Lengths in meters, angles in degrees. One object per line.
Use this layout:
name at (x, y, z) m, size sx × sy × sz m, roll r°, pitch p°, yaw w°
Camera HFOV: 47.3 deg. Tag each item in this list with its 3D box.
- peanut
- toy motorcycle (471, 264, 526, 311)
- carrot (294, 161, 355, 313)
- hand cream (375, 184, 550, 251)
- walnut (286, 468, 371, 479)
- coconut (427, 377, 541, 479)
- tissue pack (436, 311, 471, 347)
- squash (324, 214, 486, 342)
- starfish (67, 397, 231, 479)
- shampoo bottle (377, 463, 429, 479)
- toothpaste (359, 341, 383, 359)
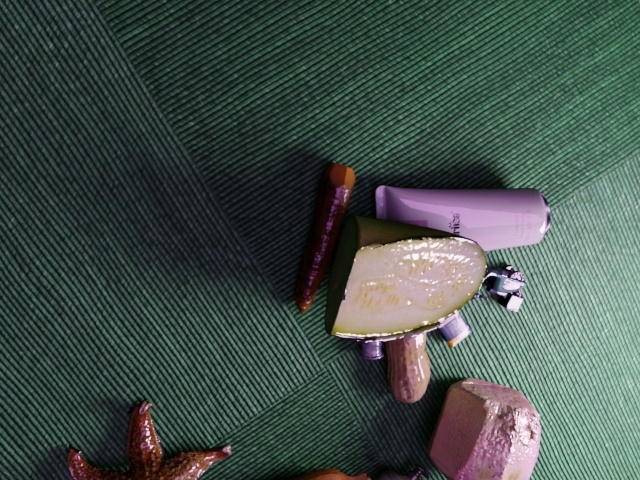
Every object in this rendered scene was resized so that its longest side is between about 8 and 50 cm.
peanut at (0.188, 0.243, 1.561) m, size 0.099 × 0.090 × 0.214 m, roll -14°, pitch 108°, yaw -25°
toy motorcycle at (0.376, 0.093, 1.604) m, size 0.173 × 0.058 × 0.100 m, roll 17°, pitch 103°, yaw -23°
carrot at (0.000, 0.000, 1.458) m, size 0.066 × 0.066 × 0.314 m, roll 13°, pitch 100°, yaw -20°
hand cream at (0.291, -0.038, 1.520) m, size 0.359 × 0.118 × 0.185 m, roll -6°, pitch 112°, yaw -7°
walnut at (-0.031, 0.589, 1.519) m, size 0.336 × 0.209 × 0.208 m, roll -30°, pitch 110°, yaw -18°
coconut at (0.359, 0.447, 1.595) m, size 0.233 × 0.233 × 0.245 m, roll 12°, pitch 96°, yaw -20°
tissue pack at (0.284, 0.184, 1.603) m, size 0.062 × 0.042 × 0.083 m, roll -37°, pitch 110°, yaw -4°
squash at (0.183, 0.084, 1.412) m, size 0.309 × 0.210 × 0.233 m, roll 13°, pitch 114°, yaw -8°
starfish at (-0.320, 0.460, 1.421) m, size 0.312 × 0.113 × 0.303 m, roll -13°, pitch 74°, yaw -15°
shampoo bottle at (0.145, 0.589, 1.629) m, size 0.234 × 0.087 × 0.118 m, roll -44°, pitch 112°, yaw -4°
toothpaste at (0.104, 0.129, 1.529) m, size 0.089 × 0.057 × 0.234 m, roll -2°, pitch 99°, yaw 4°
